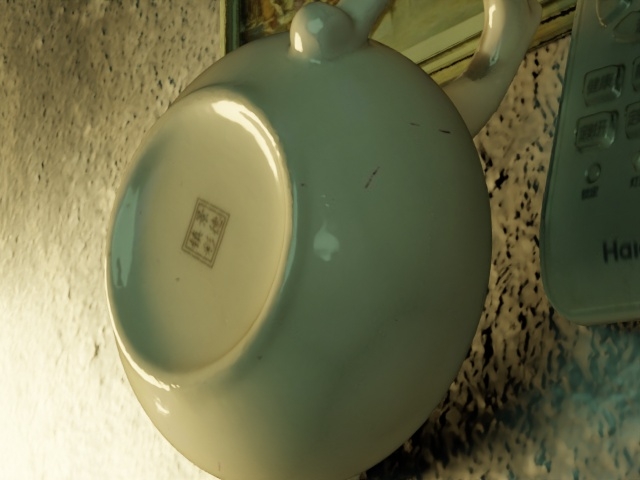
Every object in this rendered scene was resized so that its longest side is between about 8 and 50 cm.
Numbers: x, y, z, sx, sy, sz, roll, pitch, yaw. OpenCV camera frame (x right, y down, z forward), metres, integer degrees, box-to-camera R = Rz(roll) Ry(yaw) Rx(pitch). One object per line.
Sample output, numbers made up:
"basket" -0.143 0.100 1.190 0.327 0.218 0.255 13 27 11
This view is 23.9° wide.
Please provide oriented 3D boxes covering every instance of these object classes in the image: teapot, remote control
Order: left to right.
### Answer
"teapot" 0.000 0.000 0.677 0.204 0.139 0.298 41 111 48
"remote control" 0.162 -0.116 0.631 0.109 0.055 0.313 -13 61 56

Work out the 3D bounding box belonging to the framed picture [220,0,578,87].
"framed picture" 0.038 -0.165 0.801 0.274 0.017 0.217 -24 59 37
